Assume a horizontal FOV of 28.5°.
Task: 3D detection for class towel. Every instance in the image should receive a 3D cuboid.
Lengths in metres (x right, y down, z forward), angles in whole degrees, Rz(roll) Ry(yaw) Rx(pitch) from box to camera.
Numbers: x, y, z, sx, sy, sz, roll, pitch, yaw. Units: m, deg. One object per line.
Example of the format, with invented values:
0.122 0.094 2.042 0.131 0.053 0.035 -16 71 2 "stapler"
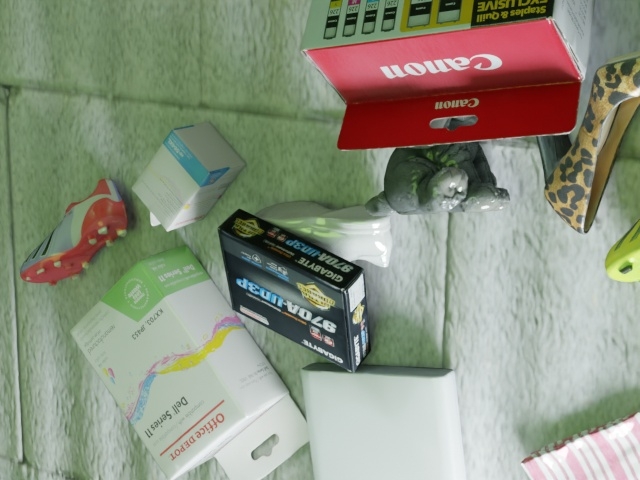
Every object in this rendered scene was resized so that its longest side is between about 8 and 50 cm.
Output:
0.367 0.311 1.611 0.197 0.029 0.144 -30 86 34 "towel"

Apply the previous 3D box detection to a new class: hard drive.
0.098 0.351 1.782 0.233 0.047 0.353 -1 102 33 "hard drive"

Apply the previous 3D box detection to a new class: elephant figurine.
0.159 -0.154 1.573 0.186 0.169 0.239 -3 92 -11 "elephant figurine"

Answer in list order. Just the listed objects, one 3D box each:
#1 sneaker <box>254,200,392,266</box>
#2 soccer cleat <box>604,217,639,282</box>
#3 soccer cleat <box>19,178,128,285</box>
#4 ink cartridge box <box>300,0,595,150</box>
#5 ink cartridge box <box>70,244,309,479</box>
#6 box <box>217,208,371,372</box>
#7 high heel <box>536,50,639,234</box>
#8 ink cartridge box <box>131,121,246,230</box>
0.000 0.000 1.746 0.212 0.080 0.094 6 116 30 "sneaker"
0.438 -0.054 1.457 0.289 0.093 0.121 -45 47 36 "soccer cleat"
-0.392 -0.007 1.996 0.248 0.083 0.095 -32 60 37 "soccer cleat"
0.149 -0.257 1.457 0.309 0.130 0.272 -3 62 29 "ink cartridge box"
-0.194 0.212 1.889 0.207 0.119 0.353 -43 78 32 "ink cartridge box"
-0.035 0.069 1.745 0.220 0.051 0.175 26 144 27 "box"
0.360 -0.117 1.463 0.261 0.093 0.186 -18 85 51 "high heel"
-0.198 -0.088 1.833 0.090 0.092 0.143 49 122 13 "ink cartridge box"
